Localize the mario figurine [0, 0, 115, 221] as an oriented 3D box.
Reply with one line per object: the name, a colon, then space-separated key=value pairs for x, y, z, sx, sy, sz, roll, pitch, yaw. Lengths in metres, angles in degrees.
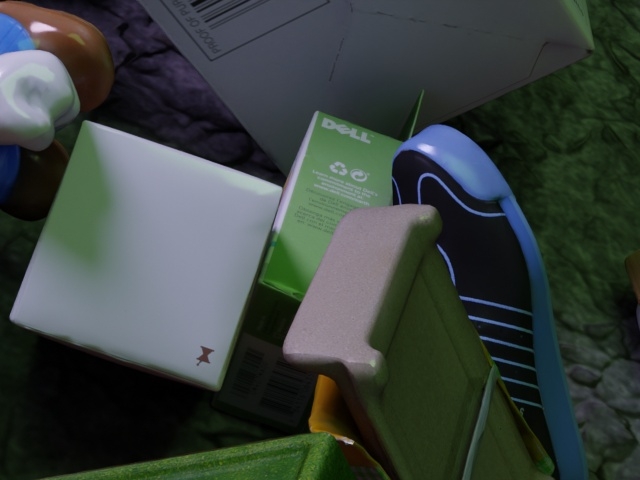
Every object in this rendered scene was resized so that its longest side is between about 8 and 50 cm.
mario figurine: x=-0.190 y=0.022 z=0.809 sx=0.170 sy=0.198 sz=0.320 roll=3 pitch=34 yaw=25

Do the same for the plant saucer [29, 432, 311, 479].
plant saucer: x=-0.067 y=0.222 z=0.793 sx=0.259 sy=0.048 sz=0.258 roll=-7 pitch=51 yaw=-27

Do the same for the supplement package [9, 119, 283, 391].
supplement package: x=-0.088 y=0.014 z=0.878 sx=0.105 sy=0.179 sz=0.105 roll=20 pitch=84 yaw=-4

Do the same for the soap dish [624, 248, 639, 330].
soap dish: x=0.333 y=0.106 z=1.019 sx=0.229 sy=0.118 sz=0.291 roll=5 pitch=45 yaw=-18

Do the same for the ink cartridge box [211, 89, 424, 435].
ink cartridge box: x=0.000 y=0.000 z=0.994 sx=0.062 sy=0.109 sz=0.209 roll=20 pitch=43 yaw=-3

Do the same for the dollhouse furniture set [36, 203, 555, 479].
dollhouse furniture set: x=-0.010 y=0.140 z=0.770 sx=0.151 sy=0.197 sz=0.301 roll=-15 pitch=24 yaw=23

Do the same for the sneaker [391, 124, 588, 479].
sneaker: x=0.073 y=0.057 z=0.920 sx=0.090 sy=0.081 sz=0.232 roll=-23 pitch=97 yaw=-33

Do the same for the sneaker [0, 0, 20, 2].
sneaker: x=-0.295 y=-0.141 z=0.942 sx=0.182 sy=0.158 sz=0.410 roll=16 pitch=60 yaw=16

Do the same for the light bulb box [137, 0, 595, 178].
light bulb box: x=-0.013 y=-0.302 z=1.080 sx=0.358 sy=0.225 sz=0.361 roll=50 pitch=26 yaw=-38
